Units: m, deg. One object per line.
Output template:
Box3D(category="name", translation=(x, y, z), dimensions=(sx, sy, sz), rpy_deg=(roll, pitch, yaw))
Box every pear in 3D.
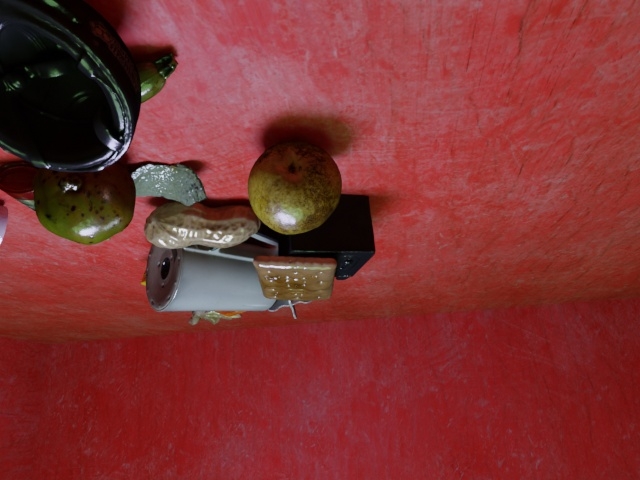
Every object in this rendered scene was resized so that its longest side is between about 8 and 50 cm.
Box3D(category="pear", translation=(-0.056, -0.117, 0.979), dimensions=(0.198, 0.197, 0.197), rpy_deg=(-3, 161, -1))

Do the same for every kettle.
Box3D(category="kettle", translation=(-0.293, 0.069, 1.467), dimensions=(0.377, 0.250, 0.361), rpy_deg=(11, 128, -41))

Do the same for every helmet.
Box3D(category="helmet", translation=(-0.359, -0.234, 0.630), dimensions=(0.231, 0.160, 0.278), rpy_deg=(-9, 133, 12))

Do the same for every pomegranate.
Box3D(category="pomegranate", translation=(-0.481, -0.069, 1.000), dimensions=(0.199, 0.198, 0.245), rpy_deg=(-5, 135, 5))

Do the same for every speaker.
Box3D(category="speaker", translation=(0.000, 0.000, 1.324), dimensions=(0.232, 0.184, 0.254), rpy_deg=(2, 159, -13))

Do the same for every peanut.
Box3D(category="peanut", translation=(-0.307, -0.045, 1.248), dimensions=(0.299, 0.120, 0.136), rpy_deg=(0, 141, -18))

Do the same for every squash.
Box3D(category="squash", translation=(-0.339, -0.239, 0.761), dimensions=(0.252, 0.066, 0.066), rpy_deg=(-9, 160, 16))

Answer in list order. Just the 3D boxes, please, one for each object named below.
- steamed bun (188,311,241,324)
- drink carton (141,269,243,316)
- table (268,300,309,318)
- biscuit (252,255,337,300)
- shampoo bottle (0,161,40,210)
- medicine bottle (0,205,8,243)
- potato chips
Box3D(category="steamed bun", translation=(-0.480, 0.257, 1.994), dimensions=(0.428, 0.189, 0.247), rpy_deg=(-12, 166, 23))
Box3D(category="drink carton", translation=(-0.435, 0.158, 1.685), dimensions=(0.352, 0.111, 0.155), rpy_deg=(27, 149, -29))
Box3D(category="table", translation=(-0.111, 0.158, 1.650), dimensions=(0.167, 0.198, 0.166), rpy_deg=(-5, 132, -6))
Box3D(category="biscuit", translation=(-0.068, 0.114, 1.315), dimensions=(0.217, 0.044, 0.324), rpy_deg=(3, 158, -2))
Box3D(category="shampoo bottle", translation=(-0.630, -0.084, 1.139), dimensions=(0.118, 0.076, 0.314), rpy_deg=(5, 161, 4))
Box3D(category="medicine bottle", translation=(-0.894, -0.054, 1.109), dimensions=(0.133, 0.133, 0.250), rpy_deg=(-20, 156, 39))
Box3D(category="potato chips", translation=(-0.363, -0.120, 1.106), dimensions=(0.229, 0.059, 0.167), rpy_deg=(4, 155, 6))
